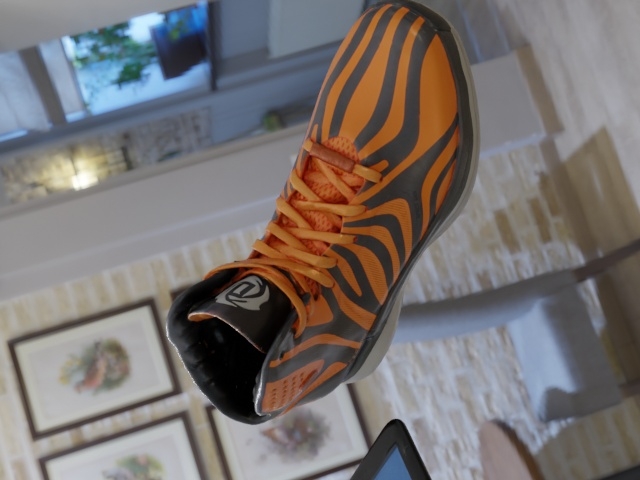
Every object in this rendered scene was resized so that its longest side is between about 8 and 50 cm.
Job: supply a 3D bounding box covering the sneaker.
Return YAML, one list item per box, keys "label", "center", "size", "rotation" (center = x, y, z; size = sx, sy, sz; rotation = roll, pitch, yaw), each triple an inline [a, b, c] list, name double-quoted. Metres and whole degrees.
- label: "sneaker"
  center: [0.000, 0.000, 0.680]
  size: [0.125, 0.180, 0.321]
  rotation: [27, 120, 27]

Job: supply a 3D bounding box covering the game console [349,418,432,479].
- label: "game console"
  center: [0.002, 0.173, 0.517]
  size: [0.144, 0.124, 0.085]
  rotation: [-116, 21, -60]
